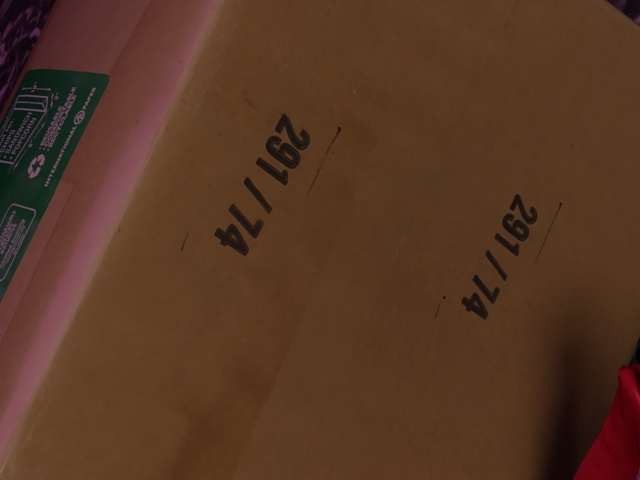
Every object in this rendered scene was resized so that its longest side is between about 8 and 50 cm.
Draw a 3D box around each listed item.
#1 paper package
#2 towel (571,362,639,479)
[{"bbox_3d":[0.000,0.000,0.670,0.168,0.310,0.324,9,73,57],"label":"paper package"},{"bbox_3d":[0.116,0.204,0.501,0.198,0.031,0.274,99,173,-52],"label":"towel"}]
